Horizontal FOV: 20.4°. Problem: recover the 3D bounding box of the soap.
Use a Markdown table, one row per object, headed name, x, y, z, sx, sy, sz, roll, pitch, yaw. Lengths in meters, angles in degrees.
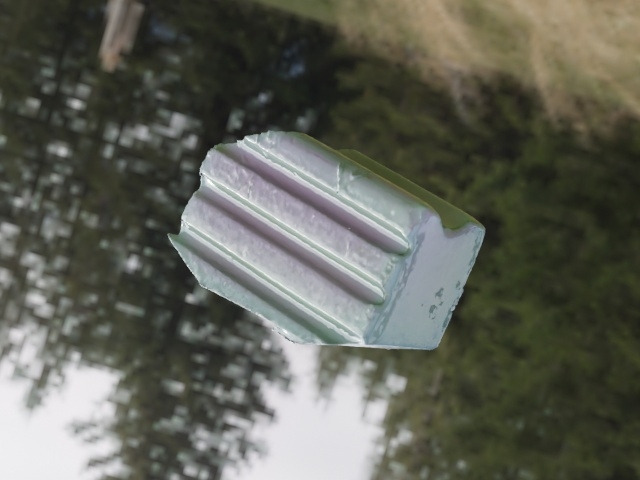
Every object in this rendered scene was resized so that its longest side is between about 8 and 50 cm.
| name | x | y | z | sx | sy | sz | roll | pitch | yaw |
| --- | --- | --- | --- | --- | --- | --- | --- | --- | --- |
| soap | 0.000 | 0.000 | 1.380 | 0.091 | 0.145 | 0.230 | 13 | -165 | -48 |
